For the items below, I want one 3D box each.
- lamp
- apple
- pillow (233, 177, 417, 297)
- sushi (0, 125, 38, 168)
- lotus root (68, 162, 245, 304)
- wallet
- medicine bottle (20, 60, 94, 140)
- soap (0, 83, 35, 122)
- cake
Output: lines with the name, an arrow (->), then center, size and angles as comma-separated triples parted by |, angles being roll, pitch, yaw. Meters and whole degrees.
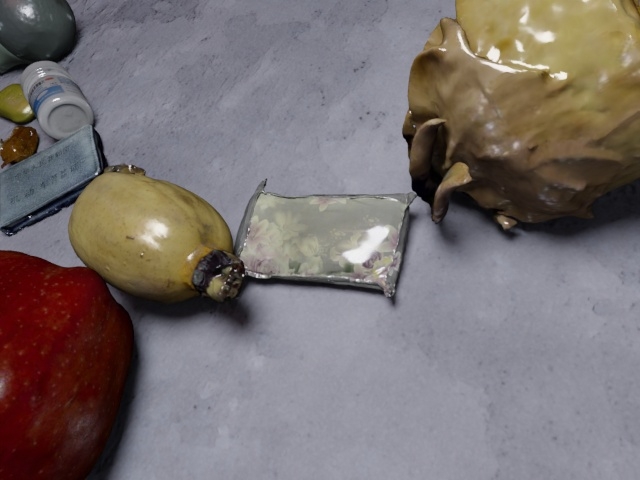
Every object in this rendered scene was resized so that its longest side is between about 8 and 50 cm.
lamp -> -0.722, -0.477, 1.168 | 0.314, 0.182, 0.181 | -24, 55, 7
apple -> -0.378, 0.171, 0.587 | 0.289, 0.288, 0.316 | 2, 46, 19
pillow -> 0.000, 0.000, 0.711 | 0.255, 0.059, 0.168 | 5, 66, 19
sushi -> -0.615, -0.190, 1.028 | 0.060, 0.061, 0.117 | -15, 35, 18
lotus root -> -0.211, 0.006, 0.693 | 0.310, 0.182, 0.182 | 24, 68, 30
wallet -> -0.509, -0.122, 0.959 | 0.222, 0.036, 0.167 | -27, 55, 0
medicine bottle -> -0.536, -0.284, 1.029 | 0.105, 0.105, 0.168 | -37, 55, -8
soap -> -0.671, -0.306, 1.121 | 0.140, 0.045, 0.088 | 23, 71, 28
cake -> 0.239, -0.172, 0.629 | 0.321, 0.333, 0.332 | -29, 48, 37
